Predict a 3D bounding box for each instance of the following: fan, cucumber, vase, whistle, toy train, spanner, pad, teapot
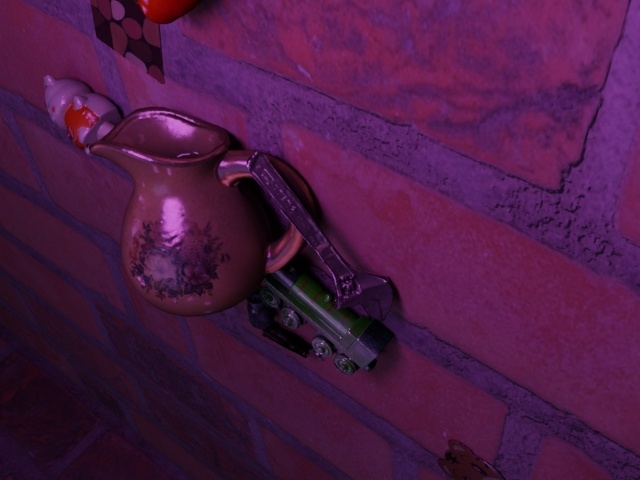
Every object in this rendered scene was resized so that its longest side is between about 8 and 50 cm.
[{"bbox_3d":[0.312,0.448,1.378,0.226,0.008,0.152,34,148,21],"label":"fan"},{"bbox_3d":[-0.069,0.192,1.513,0.135,0.033,0.034,18,146,42],"label":"cucumber"},{"bbox_3d":[-0.165,-0.048,1.194,0.329,0.241,0.302,-1,118,17],"label":"vase"},{"bbox_3d":[-0.415,-0.216,1.385,0.253,0.106,0.101,36,-170,14],"label":"whistle"},{"bbox_3d":[0.004,0.124,1.298,0.251,0.085,0.119,41,145,4],"label":"toy train"},{"bbox_3d":[0.000,0.000,1.128,0.325,0.093,0.026,52,180,-16],"label":"spanner"},{"bbox_3d":[-0.299,-0.358,1.155,0.158,0.003,0.235,36,149,16],"label":"pad"},{"bbox_3d":[-0.111,0.136,1.481,0.063,0.049,0.083,27,145,30],"label":"teapot"}]

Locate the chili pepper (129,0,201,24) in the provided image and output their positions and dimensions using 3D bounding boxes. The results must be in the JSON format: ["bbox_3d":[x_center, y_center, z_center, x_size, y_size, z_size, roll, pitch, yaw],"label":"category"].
[{"bbox_3d":[-0.162,-0.367,0.911,0.137,0.092,0.368,61,145,10],"label":"chili pepper"}]
